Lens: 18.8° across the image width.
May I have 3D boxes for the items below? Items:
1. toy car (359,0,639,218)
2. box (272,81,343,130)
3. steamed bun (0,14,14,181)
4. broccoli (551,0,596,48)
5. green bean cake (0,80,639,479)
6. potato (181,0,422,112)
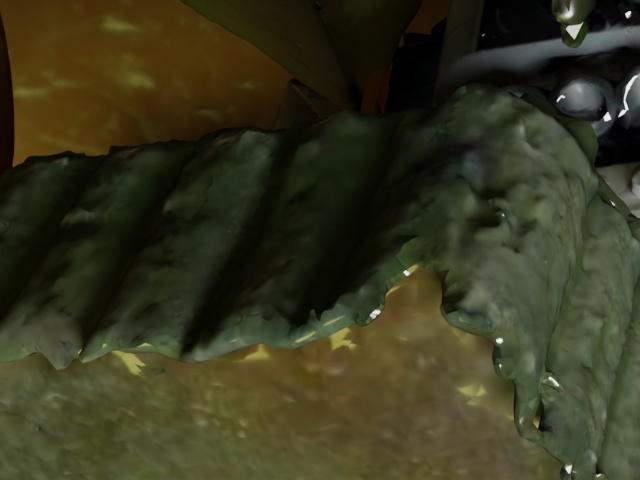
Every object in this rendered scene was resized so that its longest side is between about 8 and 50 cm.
[{"bbox_3d":[0.156,-0.043,0.543,0.301,0.193,0.118,-5,135,18],"label":"toy car"},{"bbox_3d":[0.000,0.000,0.724,0.036,0.051,0.117,8,138,7],"label":"box"},{"bbox_3d":[-0.234,-0.002,0.523,0.235,0.379,0.248,-28,115,30],"label":"steamed bun"},{"bbox_3d":[0.035,-0.168,0.347,0.348,0.281,0.293,1,142,51],"label":"broccoli"},{"bbox_3d":[0.005,0.051,0.495,0.181,0.094,0.173,-9,128,33],"label":"green bean cake"},{"bbox_3d":[-0.030,-0.125,0.602,0.120,0.081,0.149,27,163,27],"label":"potato"}]
